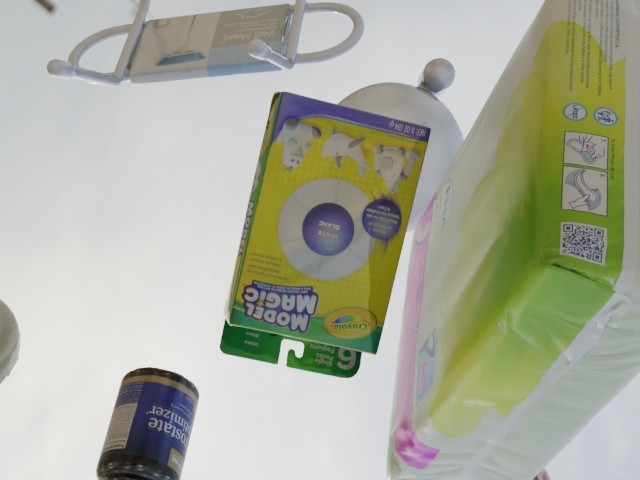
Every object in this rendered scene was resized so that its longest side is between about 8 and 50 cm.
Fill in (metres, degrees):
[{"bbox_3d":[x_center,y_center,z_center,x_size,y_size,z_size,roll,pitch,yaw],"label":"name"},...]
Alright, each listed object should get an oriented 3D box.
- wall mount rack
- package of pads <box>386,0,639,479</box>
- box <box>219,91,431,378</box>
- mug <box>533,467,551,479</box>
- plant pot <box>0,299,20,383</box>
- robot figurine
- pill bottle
[{"bbox_3d":[-0.136,-0.229,1.234,0.350,0.130,0.304,-5,-139,11],"label":"wall mount rack"},{"bbox_3d":[0.135,0.011,0.738,0.296,0.101,0.229,115,-11,-54],"label":"package of pads"},{"bbox_3d":[0.000,0.000,0.758,0.043,0.105,0.179,-142,-116,-78],"label":"box"},{"bbox_3d":[0.143,0.190,1.010,0.113,0.150,0.169,-17,-130,5],"label":"mug"},{"bbox_3d":[-0.301,-0.094,0.505,0.334,0.333,0.306,-143,-124,-67],"label":"plant pot"},{"bbox_3d":[0.093,-0.116,1.576,0.300,0.199,0.353,-63,-178,6],"label":"robot figurine"},{"bbox_3d":[-0.257,0.307,1.674,0.122,0.122,0.219,-29,-141,41],"label":"pill bottle"}]
